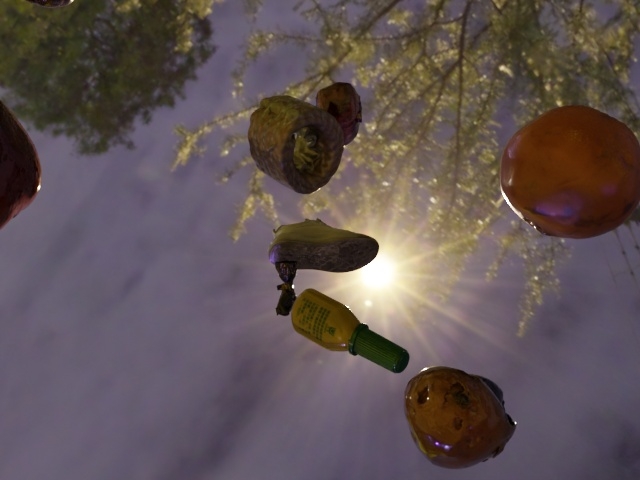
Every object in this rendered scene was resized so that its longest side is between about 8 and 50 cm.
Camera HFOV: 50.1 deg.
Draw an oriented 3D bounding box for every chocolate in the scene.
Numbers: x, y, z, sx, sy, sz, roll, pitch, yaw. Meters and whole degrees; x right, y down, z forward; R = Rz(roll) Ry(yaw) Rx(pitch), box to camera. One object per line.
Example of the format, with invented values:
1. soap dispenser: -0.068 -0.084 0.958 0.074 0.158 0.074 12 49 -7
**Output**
1. chocolate: -0.094 0.127 1.836 0.070 0.072 0.147 9 -85 53

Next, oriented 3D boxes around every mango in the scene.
1. mango: 0.206 0.268 1.032 0.156 0.248 0.151 30 -95 29

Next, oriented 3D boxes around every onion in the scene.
1. onion: 0.040 -0.305 1.762 0.151 0.206 0.098 -13 -119 5

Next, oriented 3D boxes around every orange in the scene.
1. orange: 0.562 -0.150 1.532 0.312 0.312 0.312 -25 -131 32

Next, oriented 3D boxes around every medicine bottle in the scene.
1. medicine bottle: 0.059 0.204 1.494 0.308 0.076 0.111 24 -73 39

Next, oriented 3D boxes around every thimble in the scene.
1. thimble: -0.061 -0.226 1.601 0.148 0.229 0.196 30 -88 36

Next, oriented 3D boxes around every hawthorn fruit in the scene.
1. hawthorn fruit: -0.545 -0.136 1.013 0.224 0.261 0.224 -9 -152 5

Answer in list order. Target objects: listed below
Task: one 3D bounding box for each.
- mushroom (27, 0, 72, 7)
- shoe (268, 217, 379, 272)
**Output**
1. mushroom: -0.611 -0.560 1.527 0.135 0.080 0.170 9 -152 36
2. shoe: 0.000 0.000 1.954 0.159 0.316 0.124 -111 -154 -55
